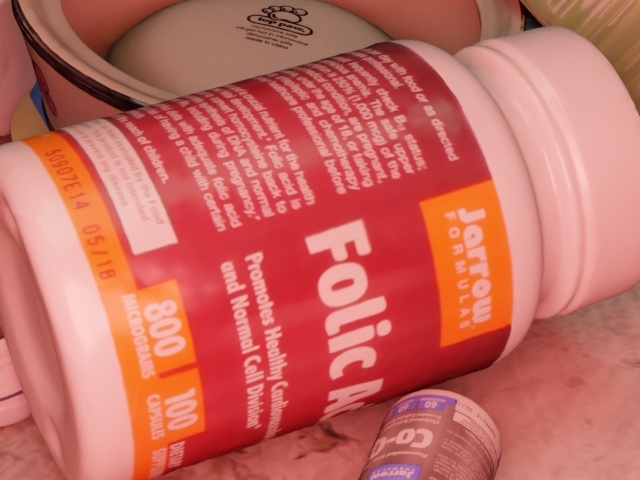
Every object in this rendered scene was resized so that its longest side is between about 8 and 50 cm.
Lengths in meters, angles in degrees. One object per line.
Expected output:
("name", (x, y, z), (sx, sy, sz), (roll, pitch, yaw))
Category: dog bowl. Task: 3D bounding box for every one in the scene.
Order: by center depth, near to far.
("dog bowl", (-0.045, -0.140, 1.415), (0.407, 0.150, 0.408), (4, 36, -3))

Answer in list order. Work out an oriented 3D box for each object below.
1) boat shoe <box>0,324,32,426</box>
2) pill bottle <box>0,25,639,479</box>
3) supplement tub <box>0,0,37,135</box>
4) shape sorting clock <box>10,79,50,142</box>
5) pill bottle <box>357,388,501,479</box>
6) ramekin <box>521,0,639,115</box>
("boat shoe", (-0.303, 0.092, 1.168), (0.226, 0.076, 0.083), (-11, 33, -14))
("pill bottle", (0.000, 0.000, 1.109), (0.392, 0.224, 0.224), (-17, 35, -18))
("supplement tub", (-0.361, -0.162, 1.519), (0.199, 0.144, 0.144), (8, 33, 15))
("shape sorting clock", (-0.162, -0.098, 1.499), (0.206, 0.040, 0.206), (5, 37, -3))
("pill bottle", (0.058, 0.157, 1.038), (0.078, 0.078, 0.137), (7, 32, 15))
("ramekin", (0.277, -0.216, 1.438), (0.303, 0.148, 0.303), (37, 21, -17))
